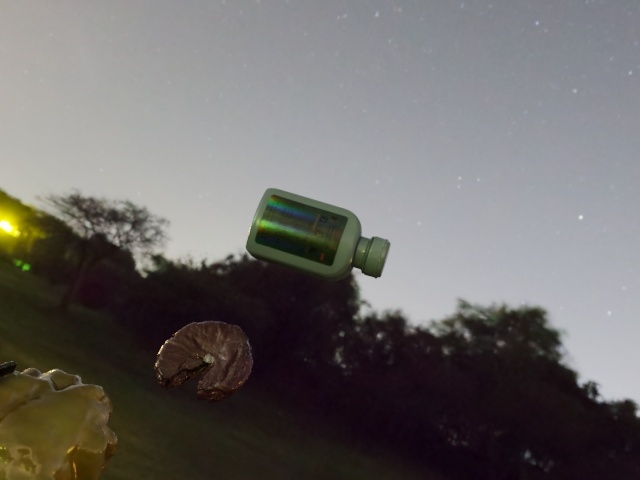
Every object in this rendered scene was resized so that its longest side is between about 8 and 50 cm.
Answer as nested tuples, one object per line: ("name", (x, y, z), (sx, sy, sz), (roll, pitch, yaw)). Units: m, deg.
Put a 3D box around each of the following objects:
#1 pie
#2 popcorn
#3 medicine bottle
("pie", (-0.253, 0.258, 1.498), (0.218, 0.204, 0.054), (1, -48, 14))
("popcorn", (-0.493, 0.318, 1.103), (0.315, 0.281, 0.297), (11, 20, 21))
("medicine bottle", (0.000, 0.000, 1.147), (0.228, 0.121, 0.083), (17, -13, 7))
